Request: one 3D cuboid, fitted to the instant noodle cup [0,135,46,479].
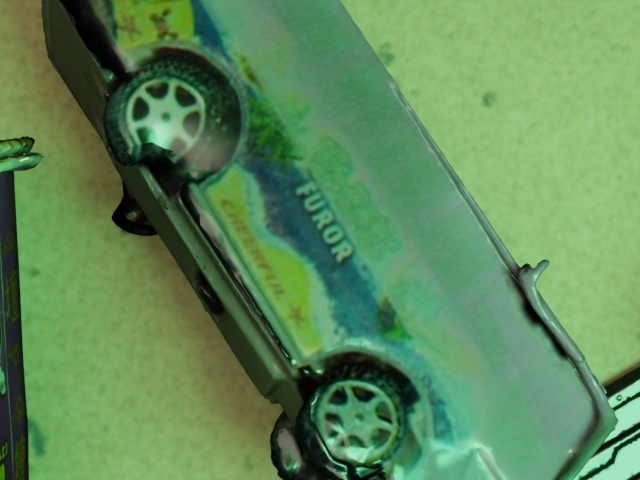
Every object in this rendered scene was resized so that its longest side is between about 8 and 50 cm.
[{"bbox_3d":[-0.259,0.110,0.536,0.340,0.340,0.265,-9,96,-2],"label":"instant noodle cup"}]

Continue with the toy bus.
[{"bbox_3d":[0.000,0.000,0.593,0.138,0.112,0.317,-32,85,-16],"label":"toy bus"}]

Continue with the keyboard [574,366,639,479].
[{"bbox_3d":[0.123,0.150,0.686,0.262,0.016,0.106,-30,89,-3],"label":"keyboard"}]
